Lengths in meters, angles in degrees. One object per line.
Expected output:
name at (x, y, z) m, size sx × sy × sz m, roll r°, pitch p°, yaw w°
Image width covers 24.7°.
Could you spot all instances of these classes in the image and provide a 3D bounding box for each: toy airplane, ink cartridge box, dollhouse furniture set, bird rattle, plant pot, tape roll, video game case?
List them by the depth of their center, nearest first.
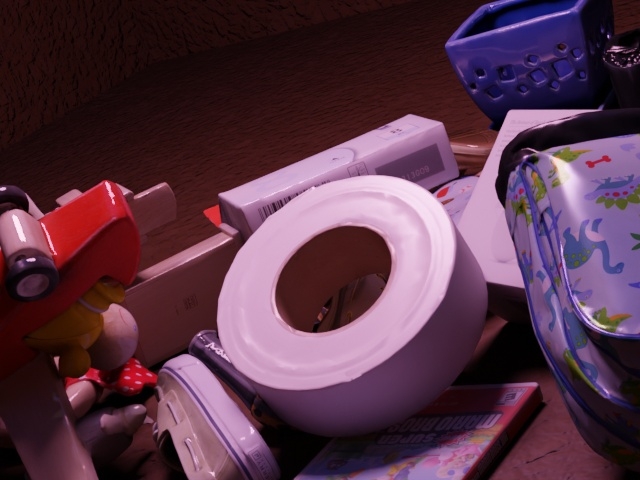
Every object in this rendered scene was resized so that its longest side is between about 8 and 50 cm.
video game case at (0.078, 0.226, 1.472) m, size 0.204 × 0.025 × 0.285 m, roll -7°, pitch 22°, yaw 36°
tape roll at (0.033, 0.066, 1.586) m, size 0.286 × 0.100 × 0.286 m, roll -18°, pitch 47°, yaw 20°
toy airplane at (-0.350, 0.126, 1.774) m, size 0.272 × 0.386 × 0.384 m, roll 13°, pitch -9°, yaw -43°
bird rattle at (-0.349, 0.204, 1.931) m, size 0.253 × 0.143 × 0.207 m, roll 7°, pitch 40°, yaw 30°
dollhouse furniture set at (-0.267, 0.003, 2.096) m, size 0.198 × 0.286 × 0.303 m, roll -27°, pitch 30°, yaw -23°
ink cartridge box at (-0.008, -0.100, 2.148) m, size 0.308 × 0.091 × 0.385 m, roll -24°, pitch 17°, yaw -11°
plant pot at (0.368, -0.287, 2.412) m, size 0.236 × 0.212 × 0.236 m, roll -11°, pitch 18°, yaw 26°

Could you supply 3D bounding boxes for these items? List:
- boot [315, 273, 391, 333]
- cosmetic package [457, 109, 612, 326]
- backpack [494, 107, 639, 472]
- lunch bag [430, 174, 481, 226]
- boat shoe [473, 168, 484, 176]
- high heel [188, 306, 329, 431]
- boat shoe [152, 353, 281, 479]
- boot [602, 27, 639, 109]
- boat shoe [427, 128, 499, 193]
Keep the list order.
boot at (0.089, 0.073, 1.675) m, size 0.165 × 0.077 × 0.213 m, roll -4°, pitch 52°, yaw 38°
cosmetic package at (0.283, -0.021, 1.646) m, size 0.224 × 0.138 × 0.225 m, roll 9°, pitch 71°, yaw 57°
backpack at (0.315, 0.040, 1.326) m, size 0.290 × 0.273 × 0.355 m, roll -1°, pitch 62°, yaw 3°
lunch bag at (0.166, 0.008, 1.900) m, size 0.303 × 0.115 × 0.243 m, roll -31°, pitch 15°, yaw -35°
boat shoe at (0.278, -0.076, 2.034) m, size 0.103 × 0.092 × 0.285 m, roll -28°, pitch -4°, yaw -32°
high heel at (-0.010, 0.159, 1.756) m, size 0.186 × 0.093 × 0.261 m, roll 36°, pitch 28°, yaw 32°
boat shoe at (-0.141, 0.210, 1.631) m, size 0.094 × 0.109 × 0.302 m, roll -28°, pitch 21°, yaw -14°
boot at (0.466, -0.201, 2.047) m, size 0.094 × 0.207 × 0.246 m, roll -14°, pitch 17°, yaw 20°
boat shoe at (0.184, -0.116, 2.295) m, size 0.109 × 0.098 × 0.302 m, roll -15°, pitch 9°, yaw -36°
